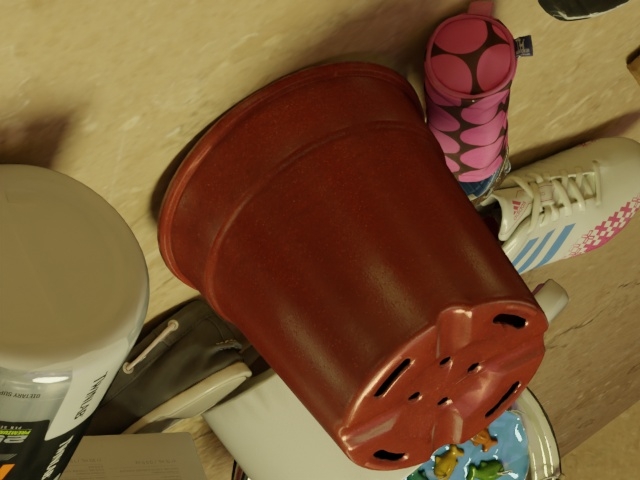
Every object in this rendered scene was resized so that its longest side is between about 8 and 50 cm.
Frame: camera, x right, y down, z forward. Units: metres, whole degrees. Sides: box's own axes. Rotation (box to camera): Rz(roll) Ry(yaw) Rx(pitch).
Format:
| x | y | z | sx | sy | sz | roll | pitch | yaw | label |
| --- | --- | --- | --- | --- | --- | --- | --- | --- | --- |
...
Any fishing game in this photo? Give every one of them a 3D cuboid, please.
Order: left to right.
| x | y | z | sx | sy | sz | roll | pitch | yaw | label |
| --- | --- | --- | --- | --- | --- | --- | --- | --- | --- |
| 0.162 | 0.262 | 2.177 | 0.264 | 0.041 | 0.189 | 37 | 94 | -24 | fishing game |

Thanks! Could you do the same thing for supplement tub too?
| x | y | z | sx | sy | sz | roll | pitch | yaw | label |
| --- | --- | --- | --- | --- | --- | --- | --- | --- | --- |
| -0.264 | 0.100 | 1.465 | 0.194 | 0.193 | 0.316 | -21 | 156 | -35 | supplement tub |

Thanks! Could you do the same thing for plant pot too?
| x | y | z | sx | sy | sz | roll | pitch | yaw | label |
| --- | --- | --- | --- | --- | --- | --- | --- | --- | --- |
| 0.042 | 0.034 | 1.604 | 0.272 | 0.265 | 0.272 | -24 | 144 | -19 | plant pot |

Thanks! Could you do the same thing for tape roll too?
| x | y | z | sx | sy | sz | roll | pitch | yaw | label |
| --- | --- | --- | --- | --- | --- | --- | --- | --- | --- |
| 0.014 | 0.170 | 1.992 | 0.246 | 0.169 | 0.246 | -35 | -173 | 5 | tape roll |

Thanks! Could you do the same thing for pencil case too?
| x | y | z | sx | sy | sz | roll | pitch | yaw | label |
| --- | --- | --- | --- | --- | --- | --- | --- | --- | --- |
| 0.139 | -0.133 | 1.733 | 0.095 | 0.098 | 0.209 | 2 | 160 | 1 | pencil case |

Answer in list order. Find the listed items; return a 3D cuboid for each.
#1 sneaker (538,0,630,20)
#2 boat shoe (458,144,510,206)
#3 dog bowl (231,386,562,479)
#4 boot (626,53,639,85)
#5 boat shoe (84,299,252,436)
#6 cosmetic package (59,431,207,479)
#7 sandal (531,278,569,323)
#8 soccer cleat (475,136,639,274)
| x | y | z | sx | sy | sz | roll | pitch | yaw | label |
| --- | --- | --- | --- | --- | --- | --- | --- | --- | --- |
| 0.279 | -0.247 | 1.717 | 0.178 | 0.072 | 0.077 | -26 | 171 | -7 | sneaker |
| 0.157 | -0.075 | 1.947 | 0.066 | 0.066 | 0.183 | -30 | 171 | -26 | boat shoe |
| 0.074 | 0.295 | 2.259 | 0.408 | 0.408 | 0.150 | -31 | -157 | -8 | dog bowl |
| 0.482 | -0.230 | 2.071 | 0.269 | 0.089 | 0.236 | -39 | 150 | 13 | boot |
| -0.227 | 0.179 | 1.906 | 0.335 | 0.095 | 0.112 | -31 | 165 | 6 | boat shoe |
| -0.254 | 0.320 | 1.720 | 0.377 | 0.284 | 0.097 | 2 | 135 | -32 | cosmetic package |
| 0.169 | 0.147 | 2.444 | 0.416 | 0.102 | 0.169 | -43 | 176 | 42 | sandal |
| 0.243 | -0.031 | 2.098 | 0.331 | 0.116 | 0.143 | -29 | 161 | -14 | soccer cleat |
